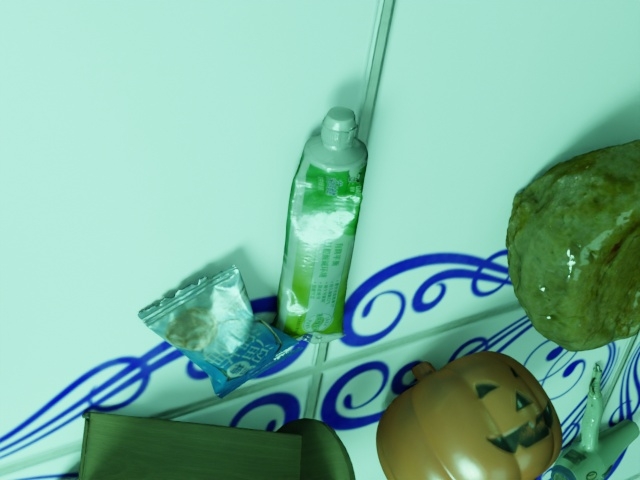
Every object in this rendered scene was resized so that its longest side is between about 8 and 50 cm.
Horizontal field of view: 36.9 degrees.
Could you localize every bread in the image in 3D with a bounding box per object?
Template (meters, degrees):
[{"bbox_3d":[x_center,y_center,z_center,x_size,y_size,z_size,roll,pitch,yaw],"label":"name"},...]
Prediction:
[{"bbox_3d":[0.279,-0.001,0.941,0.230,0.123,0.230,-19,135,-20],"label":"bread"}]

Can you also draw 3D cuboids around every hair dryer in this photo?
[{"bbox_3d":[0.389,0.240,1.307,0.167,0.067,0.199,-10,116,-44],"label":"hair dryer"}]

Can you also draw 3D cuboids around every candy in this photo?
[{"bbox_3d":[-0.079,0.076,0.796,0.088,0.038,0.136,-29,132,6],"label":"candy"}]

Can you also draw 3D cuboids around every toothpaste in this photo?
[{"bbox_3d":[0.000,0.000,0.785,0.078,0.047,0.248,-7,132,-18],"label":"toothpaste"}]

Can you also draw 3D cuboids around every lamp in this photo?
[{"bbox_3d":[0.145,0.195,0.981,0.188,0.164,0.187,-30,162,-11],"label":"lamp"}]

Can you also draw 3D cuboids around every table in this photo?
[{"bbox_3d":[-0.106,0.226,0.828,0.227,0.167,0.167,15,115,-34],"label":"table"}]
